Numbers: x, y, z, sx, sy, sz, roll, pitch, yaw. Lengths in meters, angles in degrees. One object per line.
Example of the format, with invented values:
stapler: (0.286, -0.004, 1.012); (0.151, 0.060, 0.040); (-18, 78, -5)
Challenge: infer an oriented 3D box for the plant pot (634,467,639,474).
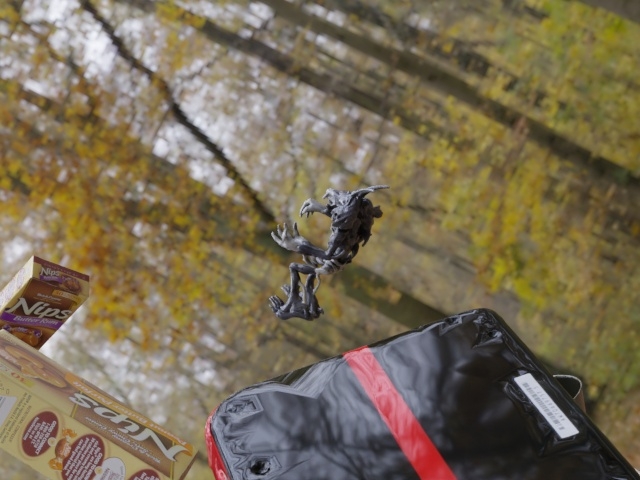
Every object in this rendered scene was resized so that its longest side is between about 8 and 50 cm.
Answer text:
plant pot: (0.325, 0.460, 1.590); (0.256, 0.256, 0.274); (-48, -53, -52)

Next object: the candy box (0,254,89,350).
candy box: (-0.484, 0.110, 2.118); (0.186, 0.109, 0.053); (-44, 38, 34)

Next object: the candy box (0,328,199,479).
candy box: (-0.318, 0.238, 1.591); (0.088, 0.316, 0.183); (-58, -1, 5)

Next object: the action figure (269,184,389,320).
action figure: (0.000, 0.000, 2.036); (0.276, 0.141, 0.164); (-61, -15, 25)

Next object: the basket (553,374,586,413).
basket: (0.349, 0.357, 1.965); (0.204, 0.227, 0.154); (-24, 15, -16)

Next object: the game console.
game console: (0.085, 0.217, 1.160); (0.386, 0.341, 0.060); (-125, 21, -58)
